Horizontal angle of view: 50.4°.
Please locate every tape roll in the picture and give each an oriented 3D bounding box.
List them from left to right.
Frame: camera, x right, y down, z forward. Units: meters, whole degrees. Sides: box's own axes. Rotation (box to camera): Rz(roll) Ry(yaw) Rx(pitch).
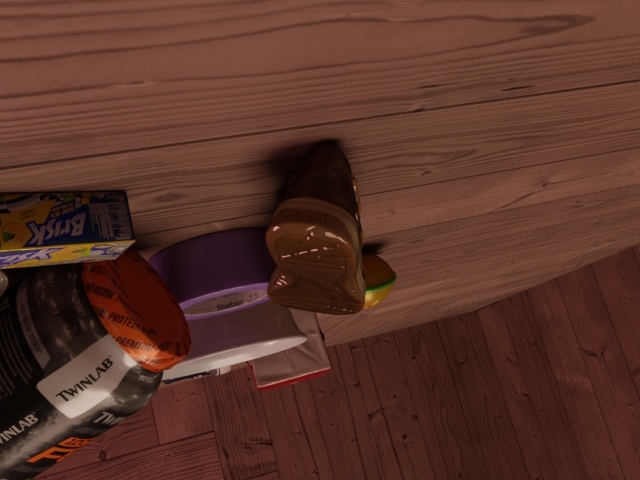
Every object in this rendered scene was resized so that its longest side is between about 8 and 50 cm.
[{"bbox_3d":[-0.142,0.051,0.963,0.189,0.080,0.189,-14,167,-3],"label":"tape roll"}]

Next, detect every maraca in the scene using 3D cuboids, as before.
[{"bbox_3d":[0.075,0.068,1.264,0.127,0.099,0.186,-5,-168,1],"label":"maraca"}]

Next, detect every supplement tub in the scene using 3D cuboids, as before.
[{"bbox_3d":[-0.338,0.160,0.813,0.338,0.207,0.207,-33,165,7],"label":"supplement tub"}]

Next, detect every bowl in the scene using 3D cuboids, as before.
[{"bbox_3d":[-0.181,0.152,1.225,0.298,0.134,0.298,-15,168,-3],"label":"bowl"}]

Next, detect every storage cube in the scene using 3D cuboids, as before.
[{"bbox_3d":[-0.089,0.260,1.681,0.215,0.184,0.193,-14,167,-7],"label":"storage cube"}]

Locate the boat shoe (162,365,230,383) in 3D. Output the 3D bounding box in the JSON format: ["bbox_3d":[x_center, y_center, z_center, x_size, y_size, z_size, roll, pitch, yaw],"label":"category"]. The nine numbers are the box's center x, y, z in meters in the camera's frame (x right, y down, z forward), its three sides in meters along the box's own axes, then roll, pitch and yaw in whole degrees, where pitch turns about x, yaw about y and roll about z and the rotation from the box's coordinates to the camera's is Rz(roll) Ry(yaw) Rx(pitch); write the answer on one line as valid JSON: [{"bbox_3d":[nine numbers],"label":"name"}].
[{"bbox_3d":[-0.326,0.301,1.696,0.158,0.127,0.340,-19,170,-19],"label":"boat shoe"}]

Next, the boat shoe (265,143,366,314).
[{"bbox_3d":[0.000,0.000,0.807,0.123,0.123,0.342,8,159,6],"label":"boat shoe"}]

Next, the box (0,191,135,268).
[{"bbox_3d":[-0.263,-0.009,0.623,0.169,0.054,0.059,-4,163,-39],"label":"box"}]

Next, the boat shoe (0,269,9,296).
[{"bbox_3d":[-0.389,0.051,0.770,0.125,0.038,0.046,-30,119,32],"label":"boat shoe"}]
